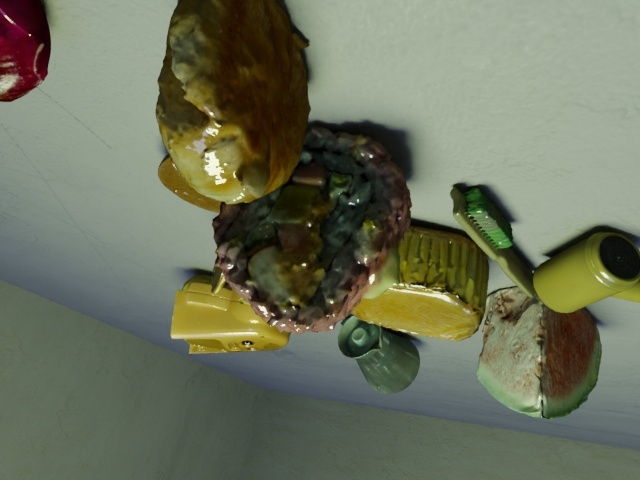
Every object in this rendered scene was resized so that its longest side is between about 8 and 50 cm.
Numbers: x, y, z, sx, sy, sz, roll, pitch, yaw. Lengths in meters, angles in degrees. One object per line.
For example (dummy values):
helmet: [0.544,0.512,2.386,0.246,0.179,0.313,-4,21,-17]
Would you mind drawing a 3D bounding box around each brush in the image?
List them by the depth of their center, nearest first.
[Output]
brush: [0.282,0.007,0.747,0.048,0.054,0.282,-17,140,36]

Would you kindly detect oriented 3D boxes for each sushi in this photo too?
sushi: [0.000,0.000,0.644,0.236,0.270,0.171,22,162,17]

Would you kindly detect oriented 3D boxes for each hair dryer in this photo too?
hair dryer: [0.485,0.068,0.733,0.279,0.090,0.135,13,154,-8]

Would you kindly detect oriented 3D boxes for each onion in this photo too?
onion: [-0.368,-0.217,0.513,0.135,0.198,0.173,-21,143,6]

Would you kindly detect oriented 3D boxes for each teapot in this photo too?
teapot: [0.150,0.299,1.344,0.225,0.171,0.203,47,172,-38]

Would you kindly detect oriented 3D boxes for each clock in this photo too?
clock: [-0.227,0.217,1.360,0.317,0.200,0.244,6,158,3]

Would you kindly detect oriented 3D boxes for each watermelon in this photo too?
watermelon: [0.409,0.186,0.894,0.231,0.310,0.193,55,154,6]

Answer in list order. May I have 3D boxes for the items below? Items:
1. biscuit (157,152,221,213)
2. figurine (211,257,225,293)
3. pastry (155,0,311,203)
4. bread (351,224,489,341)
biscuit: [-0.159,-0.101,0.787,0.208,0.049,0.181,4,153,25]
figurine: [-0.058,0.053,0.916,0.257,0.181,0.208,17,128,-18]
pastry: [-0.080,-0.148,0.489,0.100,0.218,0.229,2,-172,22]
bread: [0.161,0.073,0.859,0.253,0.142,0.227,12,157,15]
